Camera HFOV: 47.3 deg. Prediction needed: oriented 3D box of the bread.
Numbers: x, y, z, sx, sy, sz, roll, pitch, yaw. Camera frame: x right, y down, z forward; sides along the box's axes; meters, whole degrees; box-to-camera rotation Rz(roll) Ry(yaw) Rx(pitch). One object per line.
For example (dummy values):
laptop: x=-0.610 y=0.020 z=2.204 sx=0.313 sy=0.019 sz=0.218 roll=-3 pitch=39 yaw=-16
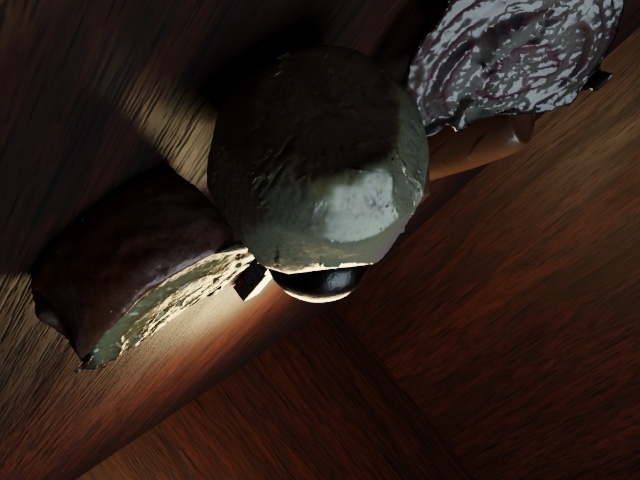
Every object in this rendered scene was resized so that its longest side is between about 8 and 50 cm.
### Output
bread: x=-0.201 y=0.032 z=0.819 sx=0.244 sy=0.123 sz=0.190 roll=-37 pitch=169 yaw=-12

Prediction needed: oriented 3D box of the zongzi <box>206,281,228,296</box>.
zongzi: x=-0.127 y=-0.014 z=1.048 sx=0.178 sy=0.081 sz=0.189 roll=-44 pitch=171 yaw=-17

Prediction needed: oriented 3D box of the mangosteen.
mangosteen: x=0.000 y=0.000 z=1.322 sx=0.194 sy=0.194 sz=0.231 roll=-28 pitch=141 yaw=-49

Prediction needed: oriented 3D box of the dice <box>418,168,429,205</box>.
dice: x=0.031 y=-0.076 z=1.036 sx=0.179 sy=0.175 sz=0.174 roll=-32 pitch=170 yaw=-40

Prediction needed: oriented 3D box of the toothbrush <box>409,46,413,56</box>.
toothbrush: x=0.139 y=-0.243 z=1.133 sx=0.024 sy=0.018 sz=0.257 roll=-35 pitch=171 yaw=-6

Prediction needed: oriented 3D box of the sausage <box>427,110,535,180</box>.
sausage: x=0.185 y=-0.160 z=1.179 sx=0.304 sy=0.121 sz=0.121 roll=-16 pitch=-174 yaw=36

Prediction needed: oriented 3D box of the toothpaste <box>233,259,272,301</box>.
toothpaste: x=-0.126 y=0.063 z=1.529 sx=0.070 sy=0.044 sz=0.193 roll=-28 pitch=166 yaw=-43

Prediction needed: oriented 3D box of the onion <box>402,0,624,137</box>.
onion: x=0.244 y=-0.286 z=0.956 sx=0.314 sy=0.146 sz=0.280 roll=-7 pitch=141 yaw=-17

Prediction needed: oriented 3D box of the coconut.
coconut: x=-0.005 y=-0.072 z=0.764 sx=0.227 sy=0.227 sz=0.230 roll=-35 pitch=165 yaw=-20
